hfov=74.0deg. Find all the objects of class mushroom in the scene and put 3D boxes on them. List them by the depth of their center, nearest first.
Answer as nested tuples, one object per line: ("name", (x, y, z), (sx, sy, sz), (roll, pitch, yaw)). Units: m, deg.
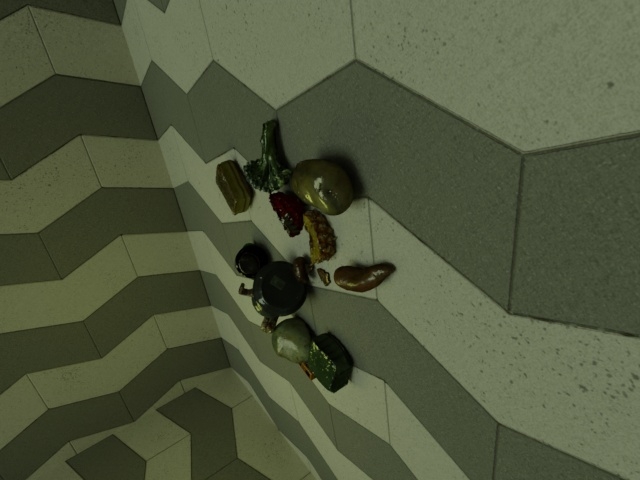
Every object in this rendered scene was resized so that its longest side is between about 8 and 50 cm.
("mushroom", (-0.083, 0.130, 1.862), (0.109, 0.084, 0.126), (9, 113, 59))
("mushroom", (-0.155, 0.508, 2.176), (0.267, 0.163, 0.190), (-118, 35, -43))

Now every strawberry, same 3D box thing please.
("strawberry", (-0.126, -0.132, 1.719), (0.190, 0.111, 0.237), (57, -176, -42))

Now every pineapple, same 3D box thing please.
("pineapple", (0.001, -0.001, 1.618), (0.135, 0.079, 0.234), (16, 126, 53))

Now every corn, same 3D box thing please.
("corn", (-0.248, 0.380, 2.234), (0.079, 0.237, 0.080), (9, 135, 9))

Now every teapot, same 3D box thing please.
("teapot", (-0.236, 0.249, 2.030), (0.344, 0.299, 0.254), (130, 150, -66))

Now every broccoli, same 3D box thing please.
("broccoli", (-0.197, -0.308, 1.659), (0.199, 0.177, 0.275), (54, 138, 31))

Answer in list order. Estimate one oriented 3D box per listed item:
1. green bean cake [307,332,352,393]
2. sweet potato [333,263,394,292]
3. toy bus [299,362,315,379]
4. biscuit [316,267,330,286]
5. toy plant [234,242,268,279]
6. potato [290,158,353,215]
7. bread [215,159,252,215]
("green bean cake", (0.043, 0.560, 1.953), (0.222, 0.124, 0.227), (44, 144, 39))
("sweet potato", (0.148, 0.129, 1.460), (0.291, 0.097, 0.098), (-9, 105, 54))
("toy bus", (-0.072, 0.639, 2.254), (0.194, 0.088, 0.084), (44, 145, 36))
("biscuit", (0.011, 0.149, 1.788), (0.092, 0.016, 0.082), (46, 148, 30))
("toy plant", (-0.366, 0.122, 2.292), (0.235, 0.175, 0.218), (-111, 6, -86))
("potato", (0.000, -0.183, 1.408), (0.296, 0.141, 0.192), (15, 141, 55))
("bread", (-0.437, -0.269, 2.146), (0.234, 0.110, 0.184), (60, 155, 14))
